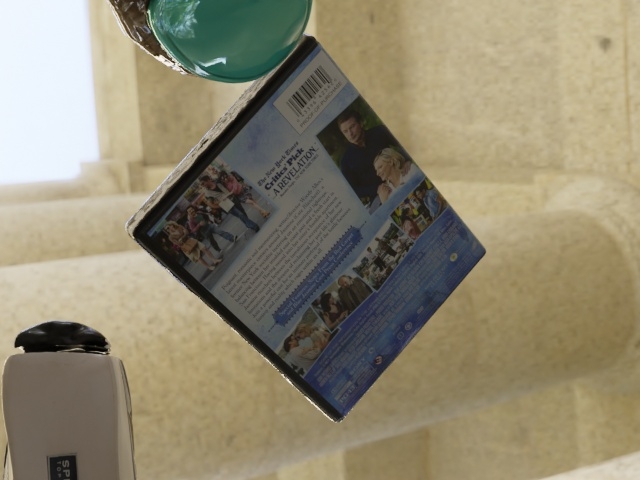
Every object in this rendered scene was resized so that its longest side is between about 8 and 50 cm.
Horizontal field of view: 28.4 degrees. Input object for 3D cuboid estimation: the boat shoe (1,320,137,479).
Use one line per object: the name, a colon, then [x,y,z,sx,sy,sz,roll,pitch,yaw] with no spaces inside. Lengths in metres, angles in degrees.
boat shoe: [-0.193,0.240,1.024,0.158,0.127,0.341,101,-10,-83]

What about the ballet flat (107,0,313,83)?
ballet flat: [-0.102,-0.168,0.617,0.124,0.342,0.116,39,-82,15]

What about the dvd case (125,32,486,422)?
dvd case: [0.000,0.000,0.906,0.180,0.253,0.022,-48,-142,-7]
